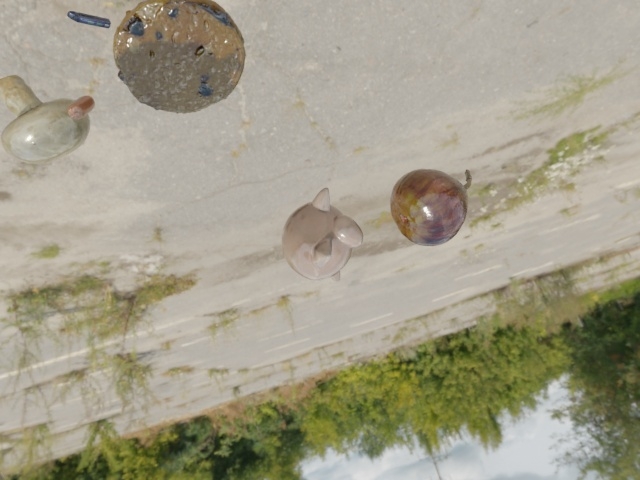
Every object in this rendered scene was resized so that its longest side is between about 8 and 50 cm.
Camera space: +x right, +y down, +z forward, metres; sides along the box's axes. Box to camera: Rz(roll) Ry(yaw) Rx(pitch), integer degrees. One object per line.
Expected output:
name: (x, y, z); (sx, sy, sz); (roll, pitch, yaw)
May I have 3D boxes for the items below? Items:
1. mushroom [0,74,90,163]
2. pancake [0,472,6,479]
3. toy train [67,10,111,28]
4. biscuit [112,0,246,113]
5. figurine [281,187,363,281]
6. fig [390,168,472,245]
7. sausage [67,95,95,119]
mushroom: (-0.661, -0.288, 1.158); (0.206, 0.209, 0.206); (-10, 174, -1)
pancake: (-0.620, 0.474, 0.771); (0.294, 0.295, 0.049); (-20, 165, 8)
toy train: (-0.472, -0.450, 0.984); (0.083, 0.017, 0.017); (-13, 155, -49)
biscuit: (-0.316, -0.422, 1.101); (0.295, 0.075, 0.296); (-12, 139, -11)
figurine: (0.000, 0.000, 0.753); (0.125, 0.125, 0.138); (-11, 157, -19)
fig: (0.227, -0.063, 0.948); (0.201, 0.148, 0.150); (7, 117, -26)
sausage: (-0.484, -0.270, 0.975); (0.034, 0.083, 0.034); (-1, 120, -2)
